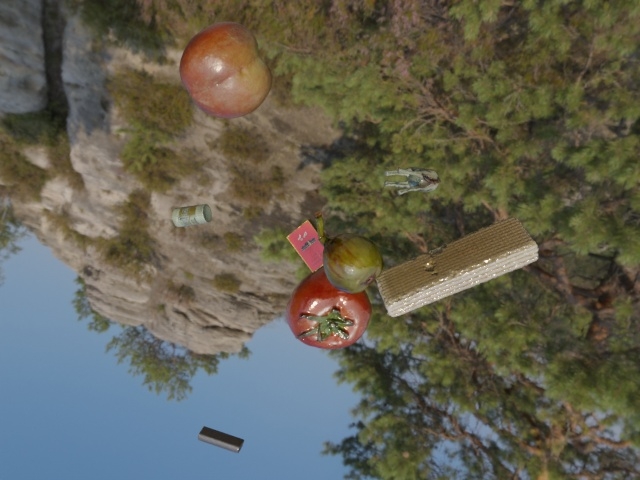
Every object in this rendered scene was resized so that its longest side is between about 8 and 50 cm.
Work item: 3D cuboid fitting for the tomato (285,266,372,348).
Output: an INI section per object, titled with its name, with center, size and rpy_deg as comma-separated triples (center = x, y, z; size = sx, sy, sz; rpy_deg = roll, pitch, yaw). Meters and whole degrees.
[tomato]
center = 0.028, 0.264, 1.824
size = 0.341, 0.342, 0.273
rpy_deg = 20, -162, -19

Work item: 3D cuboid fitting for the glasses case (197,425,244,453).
[glasses case]
center = -0.428, 0.854, 1.979
size = 0.190, 0.042, 0.072
rpy_deg = 16, -167, 6

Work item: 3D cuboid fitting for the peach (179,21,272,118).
[peach]
center = -0.264, -0.463, 1.281
size = 0.252, 0.253, 0.252
rpy_deg = 19, 180, 0

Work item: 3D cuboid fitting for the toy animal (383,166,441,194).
[toy animal]
center = 0.290, -0.201, 1.495
size = 0.169, 0.090, 0.255
rpy_deg = 0, -166, 4

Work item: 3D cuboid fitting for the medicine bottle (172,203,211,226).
[medicine bottle]
center = -0.307, -0.060, 1.101
size = 0.083, 0.047, 0.047
rpy_deg = -6, 172, 16

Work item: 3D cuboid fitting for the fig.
[fig]
center = 0.053, 0.042, 1.107
size = 0.186, 0.142, 0.148
rpy_deg = 23, 166, 36

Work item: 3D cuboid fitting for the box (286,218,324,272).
[box]
center = -0.026, 0.016, 1.344
size = 0.133, 0.090, 0.023
rpy_deg = 55, -159, 1

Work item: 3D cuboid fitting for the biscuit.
[biscuit]
center = 0.360, 0.071, 1.263
size = 0.144, 0.425, 0.079
rpy_deg = -105, -12, -49

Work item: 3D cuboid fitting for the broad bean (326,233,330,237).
[broad bean]
center = 0.000, 0.000, 1.497
size = 0.083, 0.063, 0.045
rpy_deg = 39, 156, 52
